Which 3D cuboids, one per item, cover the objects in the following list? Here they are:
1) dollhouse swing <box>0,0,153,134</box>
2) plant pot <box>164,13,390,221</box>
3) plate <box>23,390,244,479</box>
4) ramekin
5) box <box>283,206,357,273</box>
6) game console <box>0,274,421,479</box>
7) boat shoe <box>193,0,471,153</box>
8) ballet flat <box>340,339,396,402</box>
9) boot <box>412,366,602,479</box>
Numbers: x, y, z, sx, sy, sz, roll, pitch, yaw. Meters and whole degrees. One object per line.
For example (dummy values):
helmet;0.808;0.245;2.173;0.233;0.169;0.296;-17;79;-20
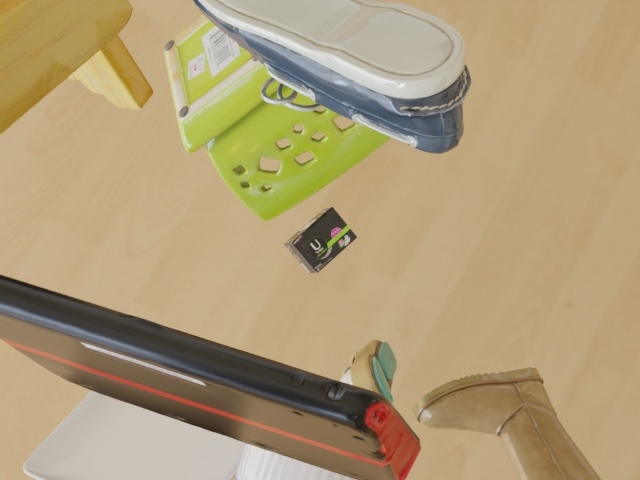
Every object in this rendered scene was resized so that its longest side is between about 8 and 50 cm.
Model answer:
dollhouse swing;-0.388;-0.199;1.219;0.347;0.305;0.315;31;61;21
plant pot;-0.070;-0.201;1.592;0.227;0.228;0.207;-34;136;21
plate;-0.203;0.258;1.593;0.277;0.278;0.045;-50;142;-36
ramekin;-0.004;0.282;1.463;0.207;0.207;0.109;26;76;-13
box;0.000;0.000;1.787;0.083;0.052;0.062;-42;99;-13
game console;-0.108;0.117;1.061;0.387;0.342;0.060;15;73;14
boat shoe;0.000;-0.136;0.829;0.095;0.255;0.079;-41;141;-28
ballet flat;0.065;0.196;1.688;0.073;0.232;0.080;-24;92;9
boot;0.293;0.325;1.808;0.236;0.089;0.269;-12;54;-18
